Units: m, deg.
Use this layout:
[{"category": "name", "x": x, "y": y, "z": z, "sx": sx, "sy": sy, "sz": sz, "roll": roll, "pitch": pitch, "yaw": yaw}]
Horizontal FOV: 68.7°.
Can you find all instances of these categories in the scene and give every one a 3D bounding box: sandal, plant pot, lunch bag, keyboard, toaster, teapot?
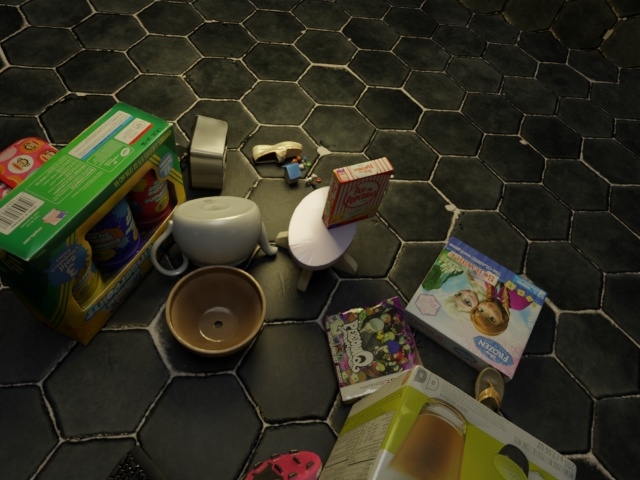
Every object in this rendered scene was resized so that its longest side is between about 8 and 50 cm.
[{"category": "sandal", "x": 0.407, "y": 0.400, "z": 1.145, "sx": 0.072, "sy": 0.049, "sz": 0.180, "roll": 24, "pitch": 70, "yaw": 9}, {"category": "plant pot", "x": -0.256, "y": 0.188, "z": 1.161, "sx": 0.237, "sy": 0.110, "sz": 0.238, "roll": 6, "pitch": 54, "yaw": -8}, {"category": "lunch bag", "x": -0.791, "y": -0.133, "z": 1.295, "sx": 0.293, "sy": 0.120, "sz": 0.258, "roll": 31, "pitch": 59, "yaw": 14}, {"category": "keyboard", "x": -0.325, "y": 0.542, "z": 0.851, "sx": 0.317, "sy": 0.033, "sz": 0.202, "roll": 21, "pitch": 77, "yaw": 41}, {"category": "toaster", "x": -0.345, "y": -0.259, "z": 1.427, "sx": 0.110, "sy": 0.168, "sz": 0.186, "roll": 6, "pitch": 53, "yaw": -7}, {"category": "teapot", "x": -0.278, "y": -0.002, "z": 1.254, "sx": 0.255, "sy": 0.187, "sz": 0.252, "roll": 7, "pitch": 22, "yaw": 16}]

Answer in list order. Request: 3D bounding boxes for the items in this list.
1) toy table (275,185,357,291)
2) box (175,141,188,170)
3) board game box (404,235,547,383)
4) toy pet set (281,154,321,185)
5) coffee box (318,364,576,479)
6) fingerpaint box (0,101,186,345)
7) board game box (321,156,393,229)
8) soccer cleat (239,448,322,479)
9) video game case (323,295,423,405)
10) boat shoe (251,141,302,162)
[{"category": "toy table", "x": 0.000, "y": 0.000, "z": 1.311, "sx": 0.252, "sy": 0.161, "sz": 0.274, "roll": 31, "pitch": 56, "yaw": 11}, {"category": "box", "x": -0.456, "y": -0.257, "z": 1.477, "sx": 0.062, "sy": 0.052, "sz": 0.083, "roll": 28, "pitch": 54, "yaw": 8}, {"category": "board game box", "x": 0.434, "y": 0.183, "z": 1.317, "sx": 0.318, "sy": 0.066, "sz": 0.318, "roll": 32, "pitch": 56, "yaw": 13}, {"category": "toy pet set", "x": -0.067, "y": -0.239, "z": 1.527, "sx": 0.114, "sy": 0.065, "sz": 0.122, "roll": -21, "pitch": 61, "yaw": -23}, {"category": "coffee box", "x": 0.188, "y": 0.496, "z": 0.853, "sx": 0.337, "sy": 0.338, "sz": 0.334, "roll": 32, "pitch": 56, "yaw": 1}, {"category": "fingerpaint box", "x": -0.514, "y": -0.036, "z": 1.112, "sx": 0.163, "sy": 0.371, "sz": 0.445, "roll": 23, "pitch": 53, "yaw": 9}, {"category": "board game box", "x": 0.089, "y": -0.117, "z": 1.191, "sx": 0.146, "sy": 0.194, "sz": 0.045, "roll": -17, "pitch": 61, "yaw": -19}, {"category": "soccer cleat", "x": -0.131, "y": 0.551, "z": 0.940, "sx": 0.331, "sy": 0.116, "sz": 0.143, "roll": -16, "pitch": 102, "yaw": -38}, {"category": "video game case", "x": 0.131, "y": 0.271, "z": 1.174, "sx": 0.210, "sy": 0.042, "sz": 0.232, "roll": -14, "pitch": 54, "yaw": 0}, {"category": "boat shoe", "x": -0.141, "y": -0.284, "z": 1.552, "sx": 0.169, "sy": 0.063, "sz": 0.059, "roll": -8, "pitch": 59, "yaw": -4}]
